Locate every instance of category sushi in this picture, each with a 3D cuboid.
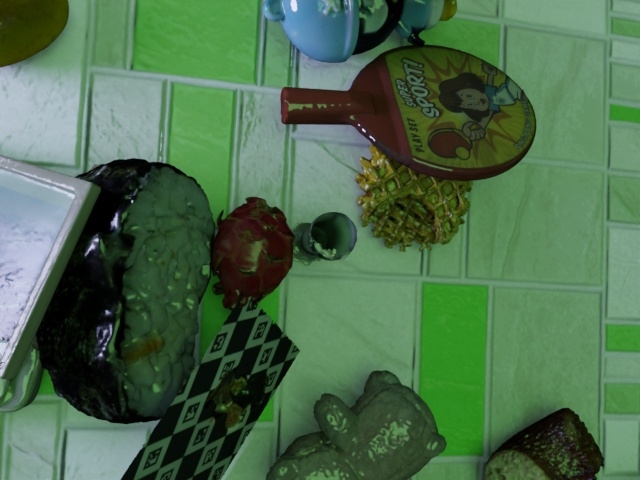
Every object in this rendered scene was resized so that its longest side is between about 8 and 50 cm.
[{"bbox_3d":[-0.260,0.064,0.962,0.171,0.211,0.350,5,93,30],"label":"sushi"},{"bbox_3d":[-0.146,0.208,0.984,0.050,0.290,0.264,28,78,22],"label":"sushi"}]

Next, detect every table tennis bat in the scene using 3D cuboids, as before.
[{"bbox_3d":[0.142,-0.203,1.128,0.415,0.051,0.268,-1,58,-15],"label":"table tennis bat"}]

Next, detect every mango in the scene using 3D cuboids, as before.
[{"bbox_3d":[-0.443,-0.311,0.999,0.195,0.098,0.137,-29,90,-20],"label":"mango"}]

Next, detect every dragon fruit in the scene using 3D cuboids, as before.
[{"bbox_3d":[-0.100,0.023,1.061,0.136,0.133,0.166,7,82,28],"label":"dragon fruit"}]

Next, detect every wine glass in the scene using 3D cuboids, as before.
[{"bbox_3d":[0.000,0.000,1.069,0.072,0.155,0.072,1,86,-16],"label":"wine glass"}]

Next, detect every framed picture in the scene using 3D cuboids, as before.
[{"bbox_3d":[-0.450,0.003,0.911,0.335,0.022,0.247,17,80,26],"label":"framed picture"}]

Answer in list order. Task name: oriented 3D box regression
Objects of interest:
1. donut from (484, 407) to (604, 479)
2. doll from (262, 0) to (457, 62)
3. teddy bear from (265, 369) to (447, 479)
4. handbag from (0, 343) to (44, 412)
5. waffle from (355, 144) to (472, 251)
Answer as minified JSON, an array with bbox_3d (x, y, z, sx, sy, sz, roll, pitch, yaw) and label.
[{"bbox_3d":[0.352,0.364,1.172,0.187,0.144,0.126,-30,88,15],"label":"donut"},{"bbox_3d":[0.060,-0.370,1.118,0.314,0.141,0.177,-14,94,-19],"label":"doll"},{"bbox_3d":[0.048,0.320,1.065,0.267,0.151,0.236,-33,123,-5],"label":"teddy bear"},{"bbox_3d":[-0.470,0.099,0.978,0.219,0.079,0.256,12,82,-11],"label":"handbag"},{"bbox_3d":[0.153,-0.080,1.161,0.193,0.070,0.197,-4,87,-16],"label":"waffle"}]
